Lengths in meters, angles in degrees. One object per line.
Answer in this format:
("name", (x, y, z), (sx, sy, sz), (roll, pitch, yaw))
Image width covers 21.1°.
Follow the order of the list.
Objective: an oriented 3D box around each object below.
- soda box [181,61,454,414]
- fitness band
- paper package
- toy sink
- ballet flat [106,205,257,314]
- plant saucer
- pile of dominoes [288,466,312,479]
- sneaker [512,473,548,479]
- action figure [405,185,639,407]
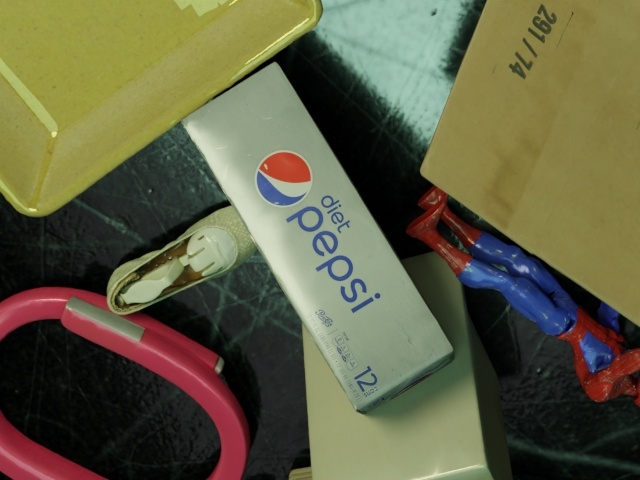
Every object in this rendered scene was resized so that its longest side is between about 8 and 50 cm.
("soda box", (0.000, 0.000, 1.434), (0.098, 0.091, 0.286), (-32, 80, 0))
("fitness band", (-0.205, 0.162, 1.622), (0.290, 0.054, 0.209), (28, 116, -4))
("paper package", (0.274, -0.126, 1.292), (0.309, 0.168, 0.325), (37, 126, 28))
("toy sink", (0.078, 0.151, 1.521), (0.152, 0.234, 0.131), (-16, 139, 12))
("ballet flat", (-0.120, 0.024, 1.549), (0.168, 0.052, 0.057), (-29, 106, 17))
("plant saucer", (-0.216, -0.237, 1.439), (0.332, 0.081, 0.333), (-34, 105, 18))
("pile of dominoes", (0.037, 0.328, 1.678), (0.196, 0.040, 0.251), (-11, 119, 11))
("sneaker", (0.238, 0.288, 1.608), (0.190, 0.071, 0.083), (26, 119, -4))
("action figure", (0.223, 0.037, 1.487), (0.280, 0.091, 0.139), (44, 123, -11))
